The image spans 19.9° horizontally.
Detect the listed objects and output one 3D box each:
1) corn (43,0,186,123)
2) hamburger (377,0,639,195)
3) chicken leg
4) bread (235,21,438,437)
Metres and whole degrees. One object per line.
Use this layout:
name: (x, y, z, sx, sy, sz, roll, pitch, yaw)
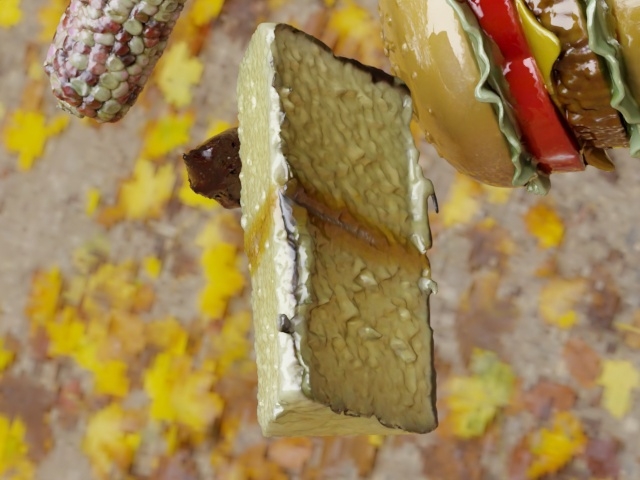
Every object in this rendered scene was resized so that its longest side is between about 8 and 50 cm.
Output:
corn: (-0.151, -0.226, 1.552, 0.280, 0.092, 0.092, -60, 43, 21)
hamburger: (0.154, -0.168, 1.405, 0.212, 0.274, 0.274, -18, 61, 14)
chicken leg: (-0.048, -0.079, 1.685, 0.063, 0.234, 0.105, 43, 136, 30)
bread: (0.000, 0.000, 1.214, 0.142, 0.178, 0.266, -20, 65, 47)
